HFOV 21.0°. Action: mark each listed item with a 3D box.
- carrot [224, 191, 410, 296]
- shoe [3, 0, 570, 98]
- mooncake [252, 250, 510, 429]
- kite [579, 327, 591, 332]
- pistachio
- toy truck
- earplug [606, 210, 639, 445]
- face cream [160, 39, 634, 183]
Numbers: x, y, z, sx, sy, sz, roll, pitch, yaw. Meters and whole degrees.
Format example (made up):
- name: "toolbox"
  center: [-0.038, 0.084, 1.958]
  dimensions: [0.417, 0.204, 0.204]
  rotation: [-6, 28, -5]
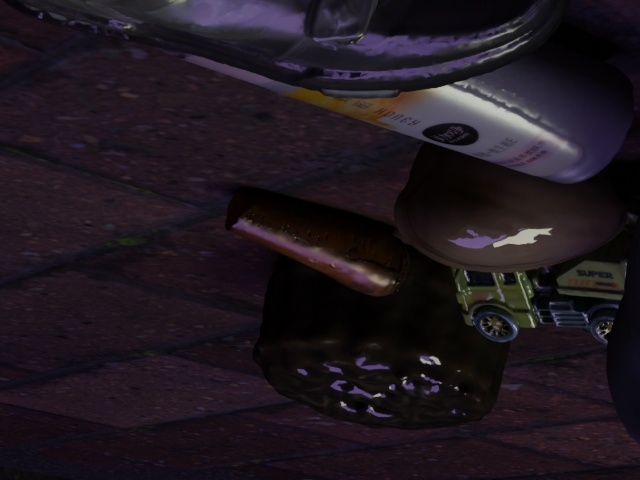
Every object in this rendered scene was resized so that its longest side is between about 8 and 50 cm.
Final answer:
- name: "carrot"
  center: [0.000, 0.000, 1.365]
  dimensions: [0.161, 0.055, 0.055]
  rotation: [23, 157, -28]
- name: "shoe"
  center: [-0.035, -0.141, 0.776]
  dimensions: [0.293, 0.109, 0.149]
  rotation: [8, 170, 10]
- name: "mooncake"
  center: [0.056, 0.090, 1.517]
  dimensions: [0.228, 0.124, 0.228]
  rotation: [7, 163, 2]
- name: "kite"
  center: [0.422, 0.090, 1.587]
  dimensions: [0.368, 0.014, 0.406]
  rotation: [4, 163, 4]
- name: "pistachio"
  center: [0.124, -0.028, 1.117]
  dimensions: [0.149, 0.113, 0.113]
  rotation: [7, 164, -1]
- name: "toy truck"
  center: [0.182, 0.007, 1.228]
  dimensions: [0.191, 0.085, 0.116]
  rotation: [1, 134, 32]
- name: "earplug"
  center: [0.269, 0.029, 1.025]
  dimensions: [0.175, 0.214, 0.325]
  rotation: [7, 152, 6]
- name: "face cream"
  center: [0.046, -0.101, 0.963]
  dimensions: [0.269, 0.073, 0.107]
  rotation: [17, 152, -30]
